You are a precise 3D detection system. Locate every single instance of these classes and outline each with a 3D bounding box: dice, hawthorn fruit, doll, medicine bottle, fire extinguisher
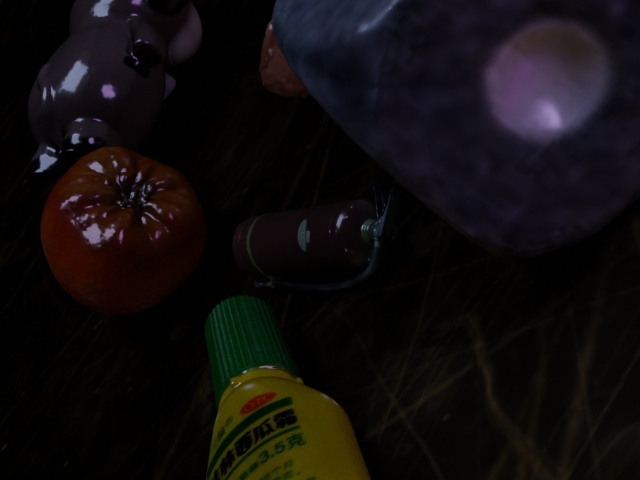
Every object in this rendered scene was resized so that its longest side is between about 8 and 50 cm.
[{"bbox_3d":[0.095,-0.114,0.814,0.182,0.181,0.183,-45,27,11],"label":"dice"},{"bbox_3d":[-0.153,-0.003,1.150,0.140,0.125,0.125,-20,38,44],"label":"hawthorn fruit"},{"bbox_3d":[-0.192,-0.159,1.435,0.182,0.117,0.257,-22,37,43],"label":"doll"},{"bbox_3d":[-0.027,0.107,0.852,0.095,0.064,0.260,-45,24,11],"label":"medicine bottle"},{"bbox_3d":[0.000,0.000,0.982,0.158,0.043,0.064,-7,78,57],"label":"fire extinguisher"}]

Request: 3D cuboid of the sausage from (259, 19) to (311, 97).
[{"bbox_3d":[0.061,-0.228,1.162,0.304,0.078,0.078,-45,25,16],"label":"sausage"}]
